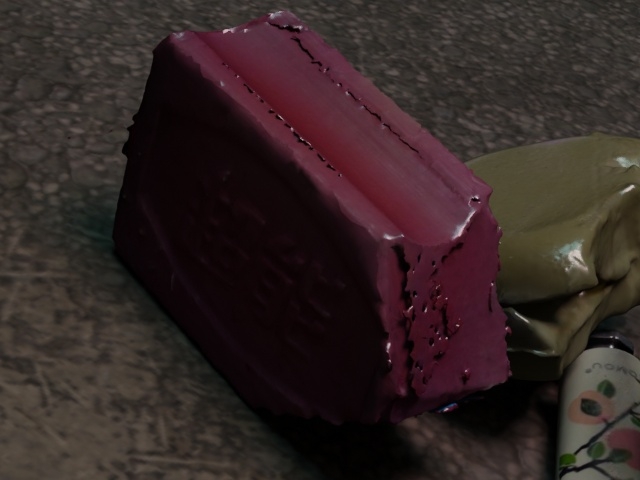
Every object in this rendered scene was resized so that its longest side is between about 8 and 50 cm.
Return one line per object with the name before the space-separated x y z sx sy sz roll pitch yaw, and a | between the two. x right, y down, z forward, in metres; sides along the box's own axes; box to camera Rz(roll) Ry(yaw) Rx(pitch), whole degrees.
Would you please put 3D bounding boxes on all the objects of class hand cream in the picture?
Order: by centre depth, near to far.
hand cream | 0.153 0.134 0.991 0.080 0.050 0.234 20 37 -10

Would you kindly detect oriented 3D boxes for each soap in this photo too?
soap | 0.000 0.000 1.002 0.099 0.162 0.250 -12 41 -38

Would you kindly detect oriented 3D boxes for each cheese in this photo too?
cheese | 0.123 0.011 1.072 0.175 0.091 0.202 -5 22 20
